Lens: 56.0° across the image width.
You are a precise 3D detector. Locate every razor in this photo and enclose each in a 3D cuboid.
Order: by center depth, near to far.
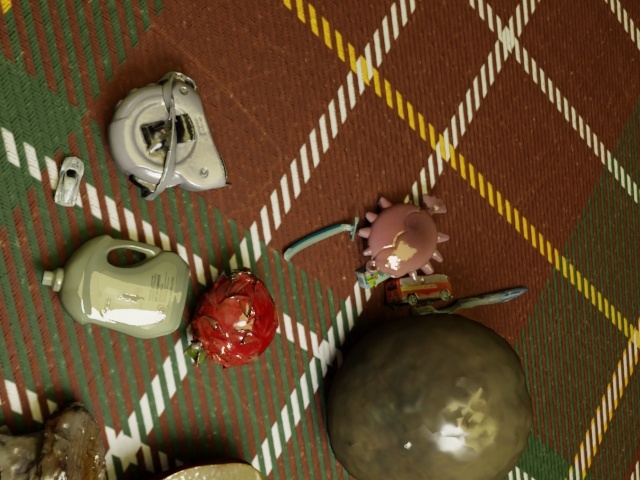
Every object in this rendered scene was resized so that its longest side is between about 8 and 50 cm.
[{"bbox_3d":[-0.002,-0.003,1.360,0.191,0.037,0.068,-21,146,-22],"label":"razor"}]

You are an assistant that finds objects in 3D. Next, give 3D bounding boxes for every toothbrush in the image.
[{"bbox_3d":[0.410,0.164,1.603,0.413,0.042,0.035,-7,134,-29],"label":"toothbrush"}]

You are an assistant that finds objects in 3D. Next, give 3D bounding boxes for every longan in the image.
[{"bbox_3d":[0.237,0.356,1.318,0.404,0.435,0.404,33,47,-44],"label":"longan"}]

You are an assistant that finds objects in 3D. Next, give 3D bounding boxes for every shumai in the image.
[{"bbox_3d":[-0.492,0.415,1.070,0.185,0.184,0.218,-12,97,8],"label":"shumai"}]

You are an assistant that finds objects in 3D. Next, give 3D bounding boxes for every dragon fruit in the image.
[{"bbox_3d":[-0.170,0.162,1.205,0.172,0.172,0.209,32,94,-28],"label":"dragon fruit"}]

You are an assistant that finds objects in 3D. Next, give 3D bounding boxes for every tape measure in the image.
[{"bbox_3d":[-0.297,-0.190,1.133,0.197,0.120,0.236,-21,100,-24],"label":"tape measure"}]

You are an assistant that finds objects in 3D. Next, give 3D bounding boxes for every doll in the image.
[{"bbox_3d":[0.201,-0.012,1.415,0.211,0.093,0.262,40,69,0],"label":"doll"}]

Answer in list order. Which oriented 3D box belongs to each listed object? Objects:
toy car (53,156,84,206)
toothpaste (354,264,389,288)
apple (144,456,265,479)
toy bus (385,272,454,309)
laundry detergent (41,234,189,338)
[{"bbox_3d":[-0.459,-0.109,1.100,0.041,0.025,0.093,12,89,-30],"label":"toy car"},{"bbox_3d":[0.159,0.061,1.455,0.164,0.034,0.046,-26,110,-25],"label":"toothpaste"},{"bbox_3d":[-0.245,0.590,1.141,0.365,0.295,0.329,-24,145,-33],"label":"apple"},{"bbox_3d":[0.244,0.122,1.484,0.174,0.079,0.077,-4,79,-29],"label":"toy bus"},{"bbox_3d":[-0.382,0.085,1.124,0.253,0.091,0.181,13,87,-29],"label":"laundry detergent"}]
